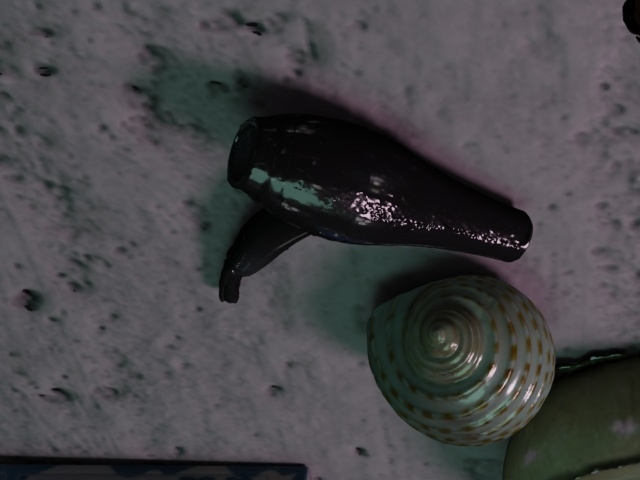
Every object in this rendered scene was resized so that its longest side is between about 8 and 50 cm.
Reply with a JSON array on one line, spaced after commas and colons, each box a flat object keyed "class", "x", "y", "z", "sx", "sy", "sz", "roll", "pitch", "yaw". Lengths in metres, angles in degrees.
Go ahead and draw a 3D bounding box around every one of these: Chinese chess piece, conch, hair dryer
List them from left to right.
[{"class": "hair dryer", "x": 0.000, "y": 0.000, "z": 0.911, "sx": 0.195, "sy": 0.075, "sz": 0.219, "roll": 17, "pitch": 151, "yaw": -26}, {"class": "conch", "x": 0.091, "y": 0.087, "z": 0.961, "sx": 0.135, "sy": 0.102, "sz": 0.153, "roll": 8, "pitch": 144, "yaw": 23}, {"class": "Chinese chess piece", "x": 0.246, "y": 0.179, "z": 1.049, "sx": 0.237, "sy": 0.092, "sz": 0.238, "roll": 5, "pitch": 140, "yaw": 4}]

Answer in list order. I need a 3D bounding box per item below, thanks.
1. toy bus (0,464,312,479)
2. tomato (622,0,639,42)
[{"class": "toy bus", "x": -0.144, "y": 0.257, "z": 1.197, "sx": 0.297, "sy": 0.106, "sz": 0.131, "roll": 0, "pitch": 138, "yaw": 7}, {"class": "tomato", "x": 0.260, "y": -0.138, "z": 0.628, "sx": 0.214, "sy": 0.181, "sz": 0.155, "roll": 7, "pitch": 123, "yaw": -11}]
